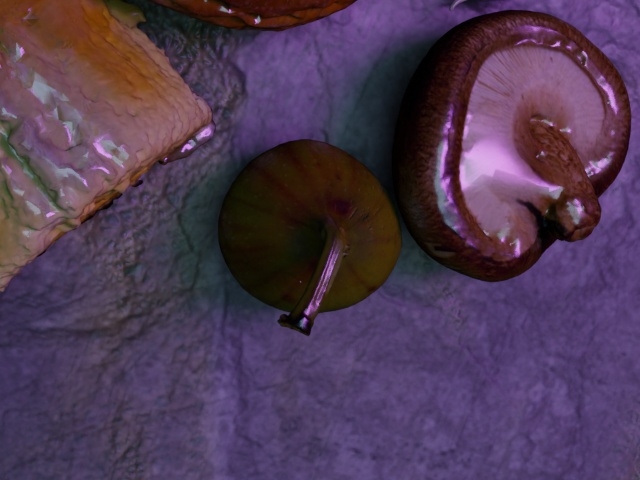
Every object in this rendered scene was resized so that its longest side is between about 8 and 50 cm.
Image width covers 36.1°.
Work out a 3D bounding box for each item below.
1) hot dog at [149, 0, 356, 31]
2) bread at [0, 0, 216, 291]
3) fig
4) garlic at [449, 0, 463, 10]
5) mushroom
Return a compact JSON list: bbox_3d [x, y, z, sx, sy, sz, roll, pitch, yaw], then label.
[{"bbox_3d":[-0.105,-0.312,0.702,0.388,0.174,0.267,23,102,-13],"label":"hot dog"},{"bbox_3d":[-0.222,-0.095,0.720,0.262,0.162,0.204,-44,92,-17],"label":"bread"},{"bbox_3d":[-0.009,-0.011,0.758,0.148,0.186,0.142,-34,86,-13],"label":"fig"},{"bbox_3d":[0.172,-0.252,0.827,0.084,0.066,0.152,16,91,15],"label":"garlic"},{"bbox_3d":[0.145,-0.078,0.806,0.231,0.138,0.194,-33,90,-25],"label":"mushroom"}]
